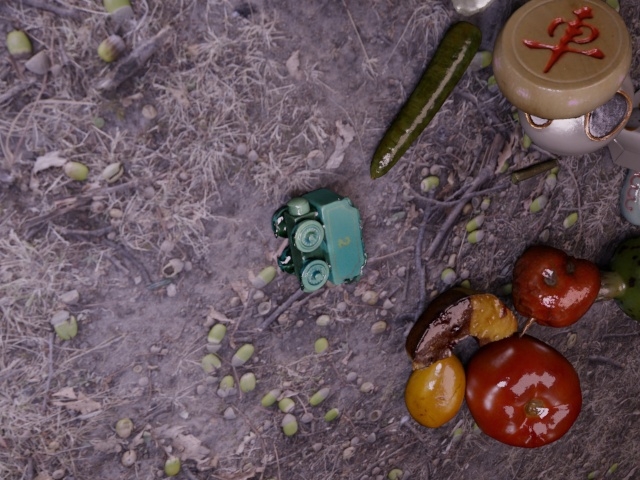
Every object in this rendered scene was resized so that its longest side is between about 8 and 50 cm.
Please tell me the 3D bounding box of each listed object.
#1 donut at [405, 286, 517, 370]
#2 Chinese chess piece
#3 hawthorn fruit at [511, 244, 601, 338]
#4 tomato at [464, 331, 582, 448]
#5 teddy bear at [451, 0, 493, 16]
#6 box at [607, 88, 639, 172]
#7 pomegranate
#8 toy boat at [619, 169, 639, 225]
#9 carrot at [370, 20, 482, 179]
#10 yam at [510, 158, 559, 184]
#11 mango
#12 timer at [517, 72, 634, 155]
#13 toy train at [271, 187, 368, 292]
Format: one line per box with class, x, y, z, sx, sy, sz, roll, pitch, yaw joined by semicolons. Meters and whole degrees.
donut;0.320;0.186;1.419;0.295;0.112;0.151;-18;112;-19
Chinese chess piece;0.457;-0.354;1.126;0.251;0.251;0.097;-41;157;-5
hawthorn fruit;0.554;0.139;1.448;0.207;0.207;0.243;35;85;-33
tomato;0.509;0.370;1.516;0.298;0.226;0.299;0;106;0
teddy bear;0.312;-0.585;1.086;0.362;0.375;0.327;-37;137;-60
box;0.894;-0.312;1.418;0.341;0.225;0.143;-41;125;-4
pomegranate;0.858;0.092;1.600;0.305;0.242;0.242;18;105;0
toy boat;0.877;-0.138;1.574;0.134;0.079;0.208;0;110;-29
carrot;0.205;-0.273;1.186;0.074;0.074;0.359;28;98;-33
yam;0.513;-0.164;1.409;0.129;0.027;0.033;-19;87;-16
mango;0.289;0.364;1.470;0.144;0.112;0.219;11;111;-2
timer;0.546;-0.306;1.273;0.233;0.240;0.234;8;112;19
toy train;0.000;0.000;1.181;0.163;0.112;0.203;-22;120;-24
